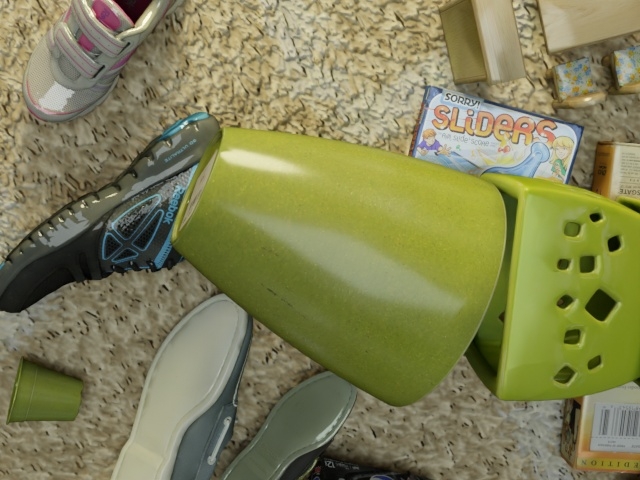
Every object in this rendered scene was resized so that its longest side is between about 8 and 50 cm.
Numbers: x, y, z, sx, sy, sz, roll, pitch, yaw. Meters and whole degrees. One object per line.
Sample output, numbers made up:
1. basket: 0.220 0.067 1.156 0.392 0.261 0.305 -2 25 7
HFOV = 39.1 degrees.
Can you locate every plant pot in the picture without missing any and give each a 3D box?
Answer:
1. plant pot: 0.000 0.000 0.972 0.293 0.275 0.275 24 96 -16
2. plant pot: 0.285 0.048 1.006 0.207 0.227 0.228 4 98 -1
3. plant pot: -0.333 0.188 1.096 0.079 0.083 0.083 13 97 -18

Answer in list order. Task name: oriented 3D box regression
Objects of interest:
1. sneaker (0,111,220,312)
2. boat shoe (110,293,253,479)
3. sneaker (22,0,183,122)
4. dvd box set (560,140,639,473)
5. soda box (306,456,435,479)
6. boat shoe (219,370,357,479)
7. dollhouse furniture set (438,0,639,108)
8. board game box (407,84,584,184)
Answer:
1. sneaker: -0.232 -0.003 1.050 0.340 0.125 0.140 -34 105 3
2. boat shoe: -0.159 0.218 1.118 0.099 0.116 0.320 26 88 -51
3. sneaker: -0.251 -0.240 1.019 0.103 0.111 0.252 38 94 -9
4. dvd box set: 0.485 0.093 1.156 0.307 0.062 0.421 3 98 -5
5. soda box: 0.067 0.323 1.130 0.168 0.053 0.060 16 122 -21
6. boat shoe: -0.036 0.254 1.133 0.228 0.068 0.081 -46 65 1
7. dollhouse furniture set: 0.278 -0.256 1.036 0.242 0.161 0.212 -14 99 -3
8. board game box: 0.211 -0.102 1.117 0.201 0.035 0.136 13 97 -7
